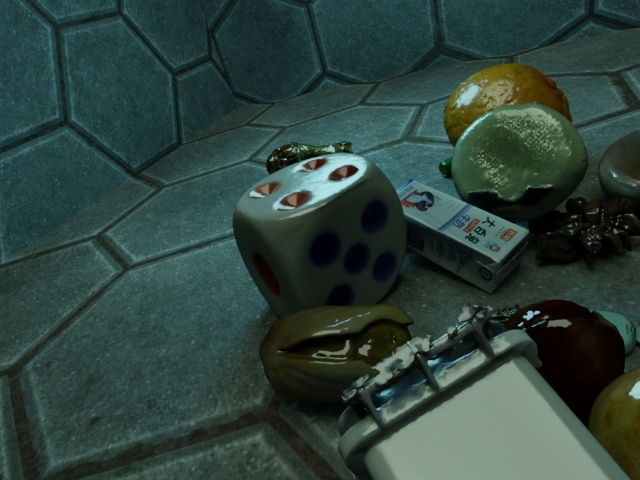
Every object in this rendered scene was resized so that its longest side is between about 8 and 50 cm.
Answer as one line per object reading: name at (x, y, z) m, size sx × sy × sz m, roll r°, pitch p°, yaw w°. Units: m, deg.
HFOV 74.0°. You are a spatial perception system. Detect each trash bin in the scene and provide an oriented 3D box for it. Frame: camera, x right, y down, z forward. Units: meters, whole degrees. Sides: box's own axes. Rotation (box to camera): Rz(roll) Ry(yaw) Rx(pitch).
trash bin at (0.196, 0.283, 0.402) m, size 0.255 × 0.296 × 0.368 m, roll -28°, pitch 38°, yaw -4°

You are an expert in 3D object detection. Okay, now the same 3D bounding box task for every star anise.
star anise at (0.570, -0.037, 0.922) m, size 0.214 × 0.099 × 0.220 m, roll 6°, pitch 38°, yaw 32°

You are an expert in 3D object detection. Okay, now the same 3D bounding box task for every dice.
dice at (0.000, 0.000, 0.954) m, size 0.304 × 0.304 × 0.277 m, roll -32°, pitch 33°, yaw -23°

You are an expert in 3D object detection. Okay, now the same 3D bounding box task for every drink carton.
drink carton at (0.292, -0.019, 0.973) m, size 0.130 × 0.107 × 0.315 m, roll -37°, pitch 49°, yaw -26°

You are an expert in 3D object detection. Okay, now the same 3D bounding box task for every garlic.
garlic at (0.797, -0.160, 0.974) m, size 0.279 × 0.132 × 0.325 m, roll -14°, pitch 32°, yaw 5°

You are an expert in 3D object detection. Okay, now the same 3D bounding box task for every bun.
bun at (0.455, -0.168, 0.987) m, size 0.283 × 0.283 × 0.179 m, roll 8°, pitch -4°, yaw 37°

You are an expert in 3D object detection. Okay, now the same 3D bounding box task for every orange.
orange at (0.523, -0.327, 1.185) m, size 0.293 × 0.340 × 0.341 m, roll -39°, pitch 17°, yaw 33°

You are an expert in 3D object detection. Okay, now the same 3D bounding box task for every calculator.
calculator at (0.476, 0.155, 0.728) m, size 0.153 × 0.021 × 0.095 m, roll -1°, pitch 34°, yaw 33°

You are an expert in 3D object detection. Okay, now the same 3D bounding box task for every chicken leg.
chicken leg at (-0.062, -0.341, 1.727) m, size 0.361 × 0.140 × 0.211 m, roll -11°, pitch 22°, yaw 19°

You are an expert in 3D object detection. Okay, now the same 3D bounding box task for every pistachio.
pistachio at (0.031, 0.203, 0.766) m, size 0.288 × 0.197 × 0.166 m, roll -3°, pitch 74°, yaw 3°

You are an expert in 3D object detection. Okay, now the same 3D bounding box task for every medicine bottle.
medicine bottle at (0.506, -0.288, 1.408) m, size 0.260 × 0.064 × 0.095 m, roll -27°, pitch 46°, yaw -16°

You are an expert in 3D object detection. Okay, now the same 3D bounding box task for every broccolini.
broccolini at (0.317, 0.158, 0.804) m, size 0.139 × 0.030 × 0.035 m, roll -19°, pitch 34°, yaw 3°

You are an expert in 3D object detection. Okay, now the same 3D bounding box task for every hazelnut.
hazelnut at (0.339, 0.164, 0.628) m, size 0.170 × 0.161 × 0.202 m, roll 6°, pitch 3°, yaw 1°

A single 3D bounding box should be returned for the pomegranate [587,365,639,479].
pomegranate at (0.413, 0.231, 0.461) m, size 0.207 × 0.207 × 0.207 m, roll -13°, pitch 30°, yaw 8°
